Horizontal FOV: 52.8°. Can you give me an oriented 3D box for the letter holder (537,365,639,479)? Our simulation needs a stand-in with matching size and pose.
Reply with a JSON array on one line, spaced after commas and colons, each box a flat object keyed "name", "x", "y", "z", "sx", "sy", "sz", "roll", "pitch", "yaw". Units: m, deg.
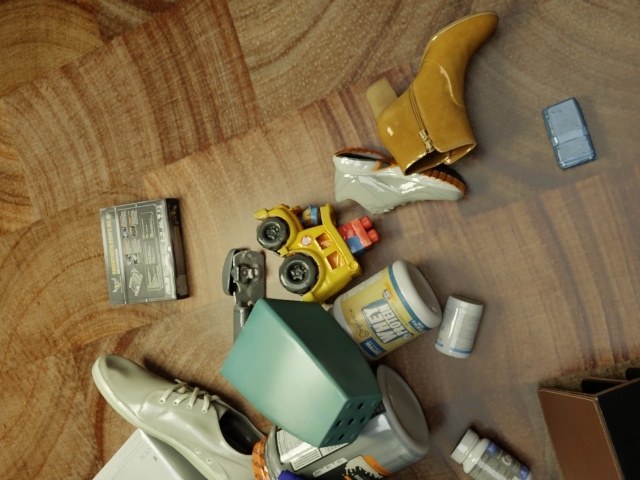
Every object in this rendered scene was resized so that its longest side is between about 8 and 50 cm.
[{"name": "letter holder", "x": 0.522, "y": 0.381, "z": 1.105, "sx": 0.152, "sy": 0.214, "sz": 0.301, "roll": -16, "pitch": 84, "yaw": -12}]

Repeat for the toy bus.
[{"name": "toy bus", "x": 0.000, "y": 0.000, "z": 1.287, "sx": 0.212, "sy": 0.149, "sz": 0.220, "roll": -32, "pitch": 77, "yaw": 5}]

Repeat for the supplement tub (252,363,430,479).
[{"name": "supplement tub", "x": 0.035, "y": 0.390, "z": 1.248, "sx": 0.316, "sy": 0.194, "sz": 0.193, "roll": -33, "pitch": 80, "yaw": 19}]

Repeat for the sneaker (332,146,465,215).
[{"name": "sneaker", "x": 0.149, "y": -0.100, "z": 1.259, "sx": 0.263, "sy": 0.099, "sz": 0.120, "roll": 14, "pitch": 117, "yaw": 17}]

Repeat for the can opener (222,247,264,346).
[{"name": "can opener", "x": -0.165, "y": 0.158, "z": 1.394, "sx": 0.095, "sy": 0.076, "sz": 0.283, "roll": 3, "pitch": 93, "yaw": 53}]

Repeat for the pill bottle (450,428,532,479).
[{"name": "pill bottle", "x": 0.317, "y": 0.420, "z": 1.204, "sx": 0.137, "sy": 0.078, "sz": 0.078, "roll": 35, "pitch": 103, "yaw": 16}]

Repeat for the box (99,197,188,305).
[{"name": "box", "x": -0.404, "y": 0.028, "z": 1.475, "sx": 0.183, "sy": 0.056, "sz": 0.230, "roll": -8, "pitch": 88, "yaw": 21}]

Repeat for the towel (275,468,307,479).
[{"name": "towel", "x": 0.021, "y": 0.565, "z": 1.142, "sx": 0.308, "sy": 0.076, "sz": 0.227, "roll": 29, "pitch": 107, "yaw": 12}]

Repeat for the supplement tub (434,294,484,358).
[{"name": "supplement tub", "x": 0.263, "y": 0.163, "z": 1.223, "sx": 0.071, "sy": 0.071, "sz": 0.107, "roll": 18, "pitch": 97, "yaw": 19}]

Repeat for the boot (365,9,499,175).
[{"name": "boot", "x": 0.238, "y": -0.260, "z": 1.175, "sx": 0.295, "sy": 0.104, "sz": 0.211, "roll": -33, "pitch": 65, "yaw": 15}]

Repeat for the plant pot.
[{"name": "plant pot", "x": -0.019, "y": 0.237, "z": 1.123, "sx": 0.234, "sy": 0.166, "sz": 0.165, "roll": 40, "pitch": 108, "yaw": 36}]

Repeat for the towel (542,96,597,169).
[{"name": "towel", "x": 0.449, "y": -0.192, "z": 1.166, "sx": 0.067, "sy": 0.029, "sz": 0.119, "roll": -18, "pitch": 86, "yaw": 20}]

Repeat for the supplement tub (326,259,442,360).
[{"name": "supplement tub", "x": 0.115, "y": 0.142, "z": 1.237, "sx": 0.200, "sy": 0.144, "sz": 0.144, "roll": -34, "pitch": 80, "yaw": 18}]

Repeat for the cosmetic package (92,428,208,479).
[{"name": "cosmetic package", "x": -0.358, "y": 0.548, "z": 1.429, "sx": 0.225, "sy": 0.138, "sz": 0.224, "roll": 44, "pitch": 105, "yaw": 13}]

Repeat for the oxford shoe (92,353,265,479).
[{"name": "oxford shoe", "x": -0.287, "y": 0.366, "z": 1.384, "sx": 0.450, "sy": 0.169, "sz": 0.130, "roll": 33, "pitch": 107, "yaw": 9}]
